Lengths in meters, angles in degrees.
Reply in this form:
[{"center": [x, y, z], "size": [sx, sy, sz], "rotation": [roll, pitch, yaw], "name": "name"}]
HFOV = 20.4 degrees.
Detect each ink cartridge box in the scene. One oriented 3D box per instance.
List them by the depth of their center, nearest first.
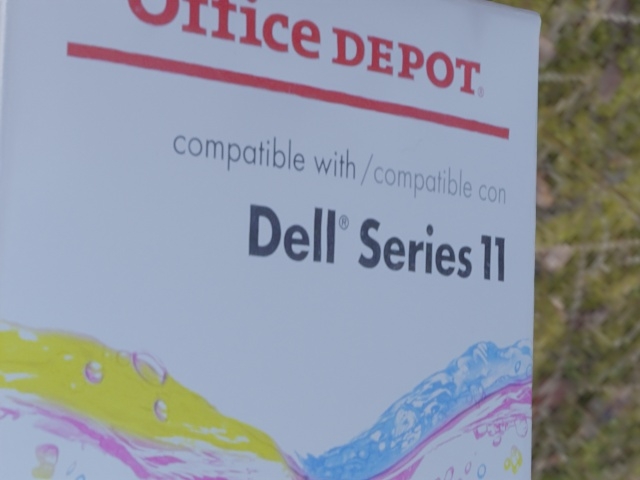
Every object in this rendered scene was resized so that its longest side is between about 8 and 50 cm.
[{"center": [-0.044, 0.027, 0.494], "size": [0.207, 0.119, 0.353], "rotation": [6, 84, -46], "name": "ink cartridge box"}]
